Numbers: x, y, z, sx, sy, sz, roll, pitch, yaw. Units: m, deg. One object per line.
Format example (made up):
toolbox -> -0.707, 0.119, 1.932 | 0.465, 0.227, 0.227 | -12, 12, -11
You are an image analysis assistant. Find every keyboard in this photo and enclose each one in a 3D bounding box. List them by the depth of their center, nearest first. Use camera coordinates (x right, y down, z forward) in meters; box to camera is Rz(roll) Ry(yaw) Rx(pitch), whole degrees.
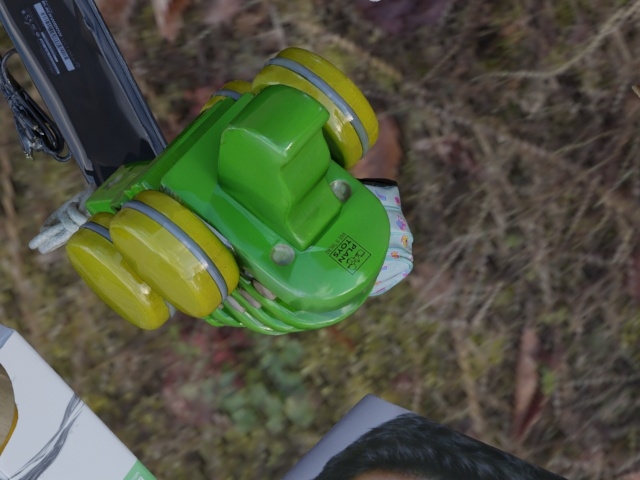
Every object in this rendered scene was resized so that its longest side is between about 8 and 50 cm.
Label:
keyboard -> -0.214, -0.156, 1.459 | 0.201, 0.033, 0.317 | -8, 112, 53

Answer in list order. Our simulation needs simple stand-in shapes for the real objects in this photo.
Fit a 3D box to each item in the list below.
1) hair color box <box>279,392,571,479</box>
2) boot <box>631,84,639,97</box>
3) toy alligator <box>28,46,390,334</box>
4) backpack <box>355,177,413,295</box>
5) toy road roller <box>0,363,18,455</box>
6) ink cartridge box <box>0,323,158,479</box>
hair color box -> 0.000, 0.244, 0.928 | 0.185, 0.374, 0.113 | 22, 129, 25
boot -> 0.230, 0.018, 0.931 | 0.104, 0.295, 0.211 | -26, 132, 21
toy alligator -> -0.024, 0.000, 0.441 | 0.051, 0.056, 0.190 | 47, 161, -10
backpack -> 0.000, 0.000, 1.842 | 0.152, 0.182, 0.115 | -29, 70, 55
toy road roller -> -0.332, 0.250, 1.556 | 0.241, 0.202, 0.329 | 25, 84, 23
ink cartridge box -> -0.326, 0.203, 2.004 | 0.211, 0.121, 0.289 | 15, 150, 49
